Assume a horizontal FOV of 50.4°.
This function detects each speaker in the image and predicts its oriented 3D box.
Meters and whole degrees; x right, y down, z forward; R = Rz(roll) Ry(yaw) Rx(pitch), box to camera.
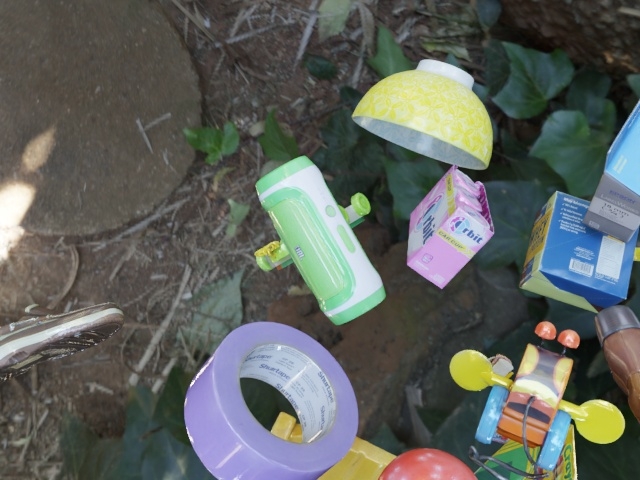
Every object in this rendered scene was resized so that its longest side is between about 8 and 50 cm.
[{"bbox_3d":[0.000,0.000,1.239,0.131,0.131,0.296,-30,91,-2],"label":"speaker"}]

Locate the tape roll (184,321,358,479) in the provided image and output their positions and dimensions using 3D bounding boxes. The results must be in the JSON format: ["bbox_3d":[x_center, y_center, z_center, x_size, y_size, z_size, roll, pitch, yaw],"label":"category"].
[{"bbox_3d":[-0.055,0.194,0.788,0.189,0.189,0.080,18,130,-26],"label":"tape roll"}]

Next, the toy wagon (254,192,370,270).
[{"bbox_3d":[-0.034,-0.003,1.630,0.267,0.344,0.068,-30,91,33],"label":"toy wagon"}]

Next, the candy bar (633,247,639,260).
[{"bbox_3d":[0.756,0.033,1.637,0.018,0.161,0.040,9,84,-53],"label":"candy bar"}]

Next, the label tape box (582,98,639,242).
[{"bbox_3d":[0.617,-0.163,1.278,0.240,0.106,0.333,-56,159,-9],"label":"label tape box"}]

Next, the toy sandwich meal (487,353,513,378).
[{"bbox_3d":[0.434,0.322,1.666,0.086,0.029,0.085,-1,101,-3],"label":"toy sandwich meal"}]

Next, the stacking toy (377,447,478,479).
[{"bbox_3d":[0.032,0.314,0.566,0.141,0.141,0.330,21,103,-27],"label":"stacking toy"}]

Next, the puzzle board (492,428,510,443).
[{"bbox_3d":[0.384,0.368,1.394,0.128,0.011,0.096,26,75,-37],"label":"puzzle board"}]

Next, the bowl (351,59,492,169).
[{"bbox_3d":[0.224,-0.263,1.351,0.289,0.289,0.156,21,93,-27],"label":"bowl"}]

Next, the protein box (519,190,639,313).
[{"bbox_3d":[0.589,0.029,1.551,0.200,0.136,0.201,19,69,4],"label":"protein box"}]

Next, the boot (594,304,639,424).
[{"bbox_3d":[0.505,0.266,0.982,0.096,0.280,0.264,-22,129,17],"label":"boot"}]

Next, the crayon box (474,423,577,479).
[{"bbox_3d":[0.401,0.475,1.306,0.318,0.081,0.202,-29,118,-32],"label":"crayon box"}]

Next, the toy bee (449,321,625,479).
[{"bbox_3d":[0.259,0.180,0.784,0.195,0.298,0.162,22,88,-2],"label":"toy bee"}]

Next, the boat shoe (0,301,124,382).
[{"bbox_3d":[-0.450,0.142,1.096,0.257,0.095,0.095,-21,157,-5],"label":"boat shoe"}]

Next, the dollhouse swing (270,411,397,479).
[{"bbox_3d":[0.008,0.510,1.007,0.347,0.305,0.315,26,133,4],"label":"dollhouse swing"}]

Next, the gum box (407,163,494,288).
[{"bbox_3d":[0.183,-0.027,0.972,0.062,0.188,0.107,35,115,-8],"label":"gum box"}]
